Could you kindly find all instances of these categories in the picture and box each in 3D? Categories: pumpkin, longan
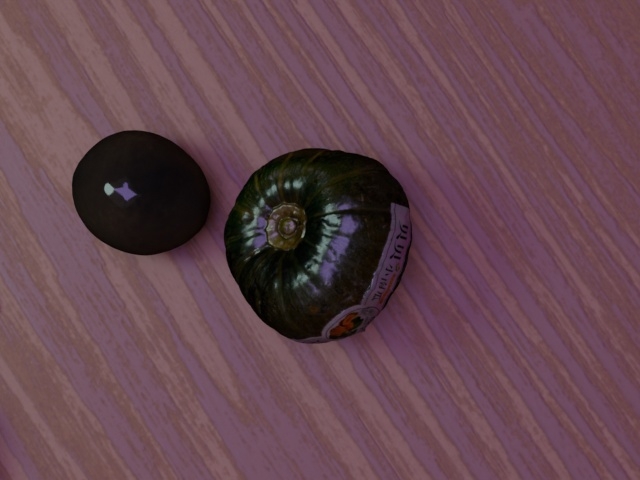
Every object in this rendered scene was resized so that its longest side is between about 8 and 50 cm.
[{"bbox_3d":[0.001,0.001,1.185,0.260,0.189,0.260,-6,79,32],"label":"pumpkin"},{"bbox_3d":[-0.243,-0.064,1.229,0.187,0.167,0.167,19,89,-15],"label":"longan"}]
